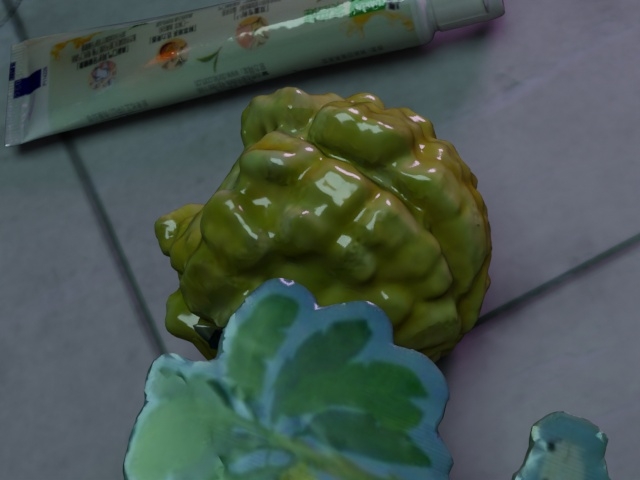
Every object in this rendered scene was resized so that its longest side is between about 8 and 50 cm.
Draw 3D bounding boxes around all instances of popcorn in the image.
[{"bbox_3d":[0.000,0.007,0.660,0.173,0.173,0.142,-13,53,7],"label":"popcorn"}]

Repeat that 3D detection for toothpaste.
[{"bbox_3d":[-0.047,-0.120,0.788,0.314,0.058,0.056,-11,108,13],"label":"toothpaste"}]

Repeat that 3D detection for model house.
[{"bbox_3d":[-0.026,0.178,0.486,0.312,0.242,0.358,26,75,-2],"label":"model house"}]
